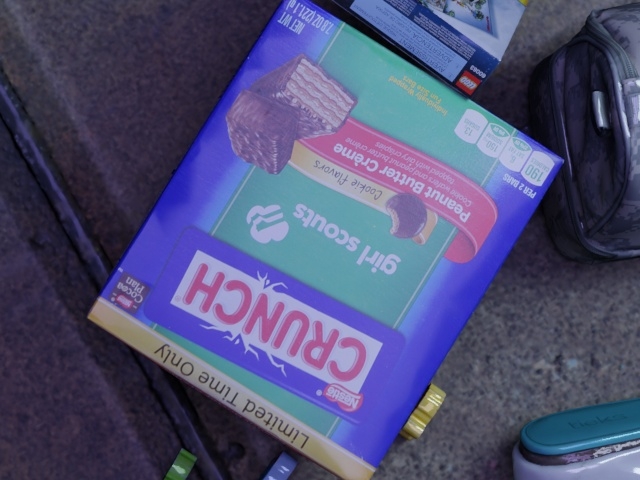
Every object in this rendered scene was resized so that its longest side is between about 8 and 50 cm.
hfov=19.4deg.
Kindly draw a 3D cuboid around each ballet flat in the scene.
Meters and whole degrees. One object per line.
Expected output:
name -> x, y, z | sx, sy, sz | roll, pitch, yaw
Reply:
ballet flat -> 0.365, 0.182, 1.637 | 0.400, 0.139, 0.139 | -14, 87, -4

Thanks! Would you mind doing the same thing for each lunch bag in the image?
lunch bag -> 0.350, -0.103, 1.582 | 0.305, 0.256, 0.213 | -6, 86, -8

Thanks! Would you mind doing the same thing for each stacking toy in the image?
stacking toy -> -0.019, 0.178, 1.617 | 0.167, 0.052, 0.221 | 35, 83, -2

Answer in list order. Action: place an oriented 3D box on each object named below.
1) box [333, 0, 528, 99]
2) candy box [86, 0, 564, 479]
box -> 0.093, -0.215, 1.582 | 0.159, 0.233, 0.044 | 35, 116, -2
candy box -> 0.000, 0.000, 1.540 | 0.268, 0.122, 0.317 | 32, 88, -1
